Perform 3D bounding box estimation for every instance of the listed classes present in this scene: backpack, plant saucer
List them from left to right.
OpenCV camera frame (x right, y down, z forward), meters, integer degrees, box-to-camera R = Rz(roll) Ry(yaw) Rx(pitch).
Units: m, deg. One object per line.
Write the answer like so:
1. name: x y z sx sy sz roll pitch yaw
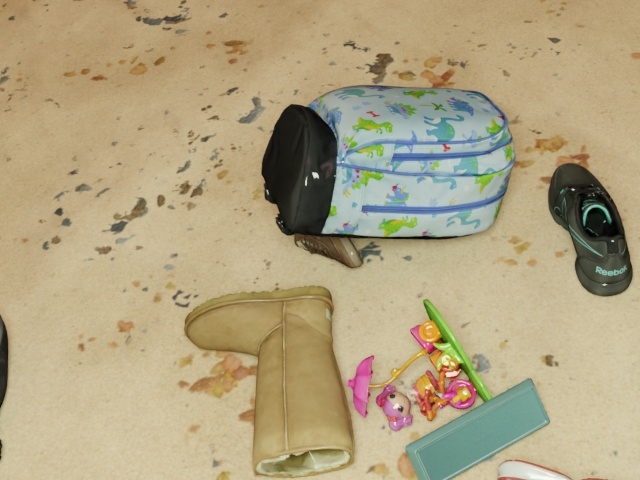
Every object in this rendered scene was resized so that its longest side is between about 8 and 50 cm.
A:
1. backpack: 0.119 -0.117 1.447 0.355 0.273 0.290 16 20 -17
2. plant saucer: 0.202 0.246 1.197 0.192 0.067 0.018 -25 5 -13

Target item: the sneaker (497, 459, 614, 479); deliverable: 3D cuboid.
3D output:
1. sneaker: 0.293 0.339 1.082 0.221 0.087 0.128 5 53 34

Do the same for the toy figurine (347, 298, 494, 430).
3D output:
1. toy figurine: 0.121 0.191 1.262 0.159 0.130 0.173 -32 70 -1

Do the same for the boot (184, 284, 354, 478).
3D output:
1. boot: -0.080 0.193 1.298 0.236 0.089 0.269 -14 48 11

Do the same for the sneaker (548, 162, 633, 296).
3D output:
1. sneaker: 0.408 -0.042 1.419 0.101 0.106 0.267 -11 42 3

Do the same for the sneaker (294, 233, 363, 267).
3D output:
1. sneaker: 0.000 0.000 1.509 0.071 0.066 0.188 -38 41 -2

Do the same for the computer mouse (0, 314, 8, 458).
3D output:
1. computer mouse: -0.528 0.219 1.391 0.188 0.072 0.272 -4 56 6
